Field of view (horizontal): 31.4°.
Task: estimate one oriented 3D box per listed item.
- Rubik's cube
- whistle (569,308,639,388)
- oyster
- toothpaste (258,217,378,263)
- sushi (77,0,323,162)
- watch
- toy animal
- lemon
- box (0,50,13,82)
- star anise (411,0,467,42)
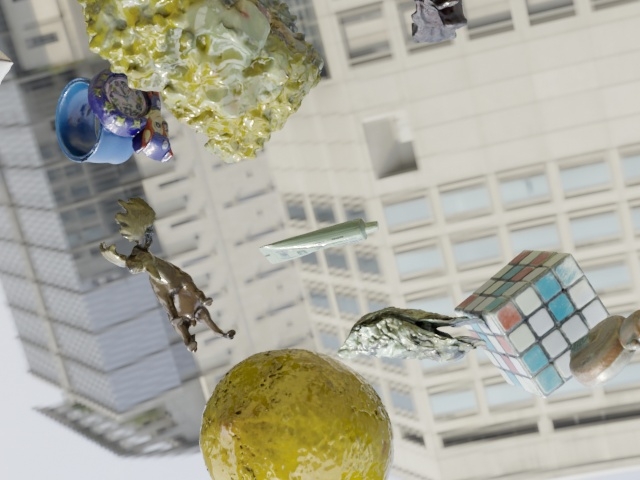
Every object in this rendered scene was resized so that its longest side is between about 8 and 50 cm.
[{"bbox_3d":[0.522,0.194,2.746,0.259,0.256,0.253,-37,-171,-8],"label":"Rubik's cube"},{"bbox_3d":[0.396,0.127,1.488,0.220,0.057,0.107,-44,-173,49],"label":"whistle"},{"bbox_3d":[0.207,0.220,2.645,0.350,0.158,0.162,-6,148,-8],"label":"oyster"},{"bbox_3d":[0.000,0.000,2.019,0.218,0.041,0.064,-15,148,16],"label":"toothpaste"},{"bbox_3d":[-0.192,-0.331,1.831,0.240,0.396,0.351,-44,-149,17],"label":"sushi"},{"bbox_3d":[-0.418,-0.231,2.237,0.200,0.196,0.171,-26,154,38],"label":"watch"},{"bbox_3d":[-0.220,0.057,1.577,0.093,0.214,0.186,-34,-130,-10],"label":"toy animal"},{"bbox_3d":[-0.027,0.284,1.597,0.257,0.310,0.258,-27,-135,30],"label":"lemon"},{"bbox_3d":[-0.511,-0.228,1.282,0.194,0.111,0.260,41,-161,22],"label":"box"},{"bbox_3d":[0.154,-0.406,1.762,0.110,0.198,0.257,-29,157,11],"label":"star anise"}]
